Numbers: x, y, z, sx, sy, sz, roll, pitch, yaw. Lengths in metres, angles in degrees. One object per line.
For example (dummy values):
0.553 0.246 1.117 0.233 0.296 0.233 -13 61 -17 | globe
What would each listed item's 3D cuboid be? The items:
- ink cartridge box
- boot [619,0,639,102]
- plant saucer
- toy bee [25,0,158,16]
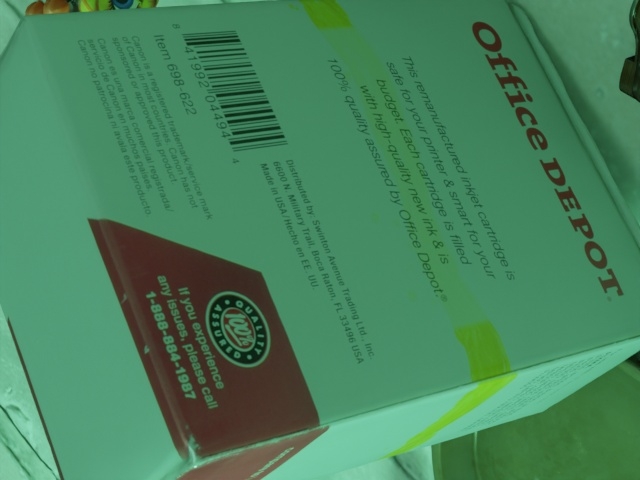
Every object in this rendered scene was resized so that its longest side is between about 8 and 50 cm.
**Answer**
0.000 0.000 0.956 0.160 0.385 0.279 -45 62 48 | ink cartridge box
0.248 -0.112 0.940 0.114 0.037 0.106 36 143 34 | boot
0.200 0.192 1.117 0.278 0.041 0.278 21 121 39 | plant saucer
-0.173 -0.239 1.229 0.195 0.162 0.298 -35 81 46 | toy bee
